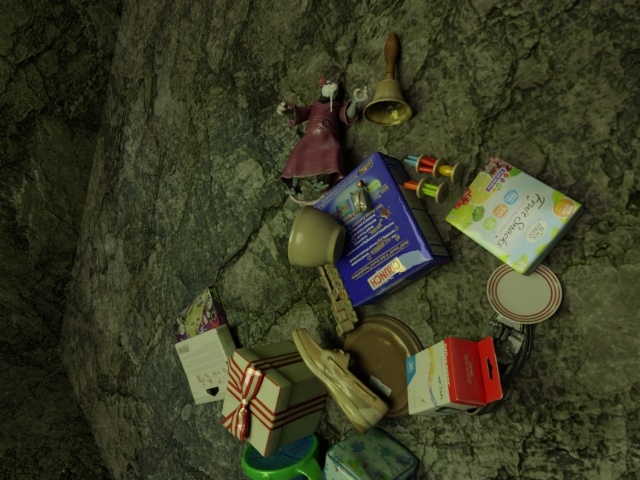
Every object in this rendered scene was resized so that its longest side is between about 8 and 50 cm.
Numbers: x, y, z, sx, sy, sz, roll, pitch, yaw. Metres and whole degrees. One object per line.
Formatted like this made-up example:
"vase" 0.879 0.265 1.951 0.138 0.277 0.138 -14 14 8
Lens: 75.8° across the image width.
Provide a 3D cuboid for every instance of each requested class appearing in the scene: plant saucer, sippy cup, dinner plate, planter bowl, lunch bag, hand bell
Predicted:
"plant saucer" 0.163 0.343 1.120 0.278 0.041 0.277 -1 89 42
"sippy cup" -0.103 0.732 1.246 0.305 0.240 0.223 -166 66 -80
"dinner plate" 0.428 0.108 0.867 0.141 0.017 0.141 -12 60 21
"planter bowl" 0.000 0.000 1.051 0.109 0.162 0.162 15 100 17
"lunch bag" 0.126 0.570 1.026 0.176 0.219 0.090 21 104 40
"hand bell" 0.184 -0.445 1.092 0.126 0.126 0.241 -7 73 42

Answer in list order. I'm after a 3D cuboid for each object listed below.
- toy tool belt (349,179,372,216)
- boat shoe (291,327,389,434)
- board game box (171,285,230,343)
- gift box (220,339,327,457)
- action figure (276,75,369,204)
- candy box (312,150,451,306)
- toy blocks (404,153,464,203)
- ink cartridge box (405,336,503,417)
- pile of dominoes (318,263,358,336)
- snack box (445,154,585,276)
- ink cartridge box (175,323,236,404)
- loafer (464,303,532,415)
"toy tool belt" 0.091 -0.105 1.024 0.051 0.052 0.083 -21 72 30
"boat shoe" 0.047 0.360 1.137 0.110 0.121 0.341 -40 60 -8
"board game box" -0.512 0.363 1.735 0.347 0.056 0.208 -41 67 34
"gift box" -0.160 0.470 1.265 0.276 0.258 0.255 16 99 41
"action figure" 0.018 -0.309 1.214 0.248 0.275 0.369 8 75 13
"candy box" 0.148 -0.023 1.085 0.268 0.122 0.317 -38 63 35
"toy blocks" 0.254 -0.158 1.007 0.148 0.054 0.123 26 67 40
"ink cartridge box" 0.283 0.300 0.905 0.231 0.078 0.134 125 154 -52
"pile of dominoes" 0.029 0.144 1.170 0.196 0.040 0.251 101 148 -66
"snack box" 0.405 -0.054 0.875 0.207 0.070 0.174 43 110 33
"ink cartridge box" -0.429 0.488 1.605 0.296 0.066 0.261 -26 83 37
"loafer" 0.380 0.264 0.890 0.096 0.084 0.267 23 105 40
